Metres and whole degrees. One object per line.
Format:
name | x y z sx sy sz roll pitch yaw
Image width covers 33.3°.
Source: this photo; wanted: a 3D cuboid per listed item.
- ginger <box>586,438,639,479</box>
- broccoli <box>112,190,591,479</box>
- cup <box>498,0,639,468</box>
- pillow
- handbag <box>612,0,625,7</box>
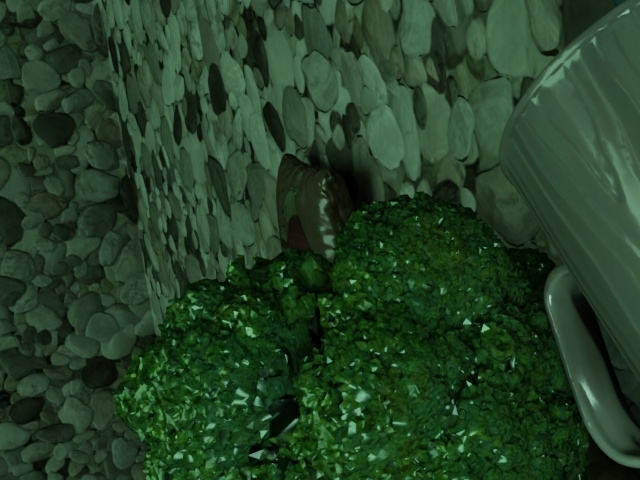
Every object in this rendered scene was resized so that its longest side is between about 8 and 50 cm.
ginger | 0.244 0.219 0.972 0.123 0.115 0.193 -39 61 46
broccoli | 0.060 0.147 0.854 0.310 0.414 0.321 -41 69 58
cup | 0.237 0.013 0.657 0.288 0.208 0.273 -39 60 24
pillow | 0.000 0.000 1.449 0.236 0.084 0.223 -153 52 -67
handbag | 0.235 -0.286 0.761 0.144 0.057 0.221 -34 70 63
